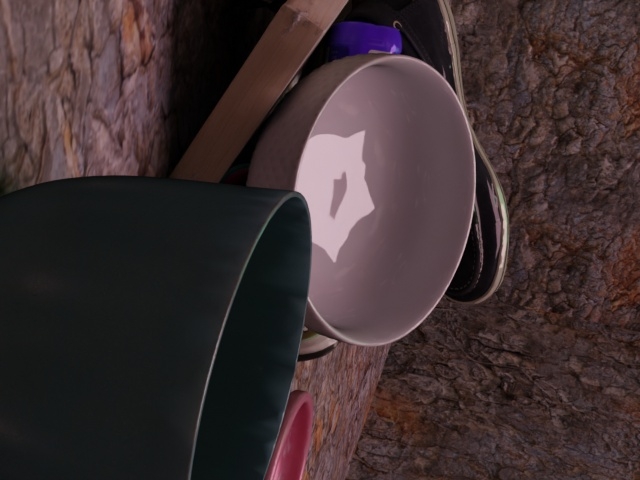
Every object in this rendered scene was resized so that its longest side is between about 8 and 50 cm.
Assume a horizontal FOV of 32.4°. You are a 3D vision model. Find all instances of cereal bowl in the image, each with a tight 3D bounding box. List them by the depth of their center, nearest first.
[{"bbox_3d":[0.032,-0.051,1.287,0.339,0.141,0.339,-13,108,-47],"label":"cereal bowl"}]

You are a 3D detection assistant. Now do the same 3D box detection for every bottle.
[{"bbox_3d":[0.041,-0.140,1.437,0.118,0.092,0.282,-155,-108,-75],"label":"bottle"}]

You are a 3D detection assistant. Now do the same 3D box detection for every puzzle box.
[{"bbox_3d":[-0.032,-0.238,1.319,0.272,0.052,0.409,-50,-173,34],"label":"puzzle box"}]

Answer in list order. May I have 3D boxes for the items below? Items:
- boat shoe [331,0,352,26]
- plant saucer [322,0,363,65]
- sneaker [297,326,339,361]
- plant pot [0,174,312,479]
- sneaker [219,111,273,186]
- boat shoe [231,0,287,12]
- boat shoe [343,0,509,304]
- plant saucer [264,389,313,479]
[{"bbox_3d":[0.012,-0.426,1.501,0.305,0.109,0.091,96,-1,-57],"label":"boat shoe"},{"bbox_3d":[0.052,-0.378,1.726,0.278,0.041,0.277,-168,-90,-82],"label":"plant saucer"},{"bbox_3d":[0.000,0.000,1.901,0.182,0.158,0.410,66,29,-44],"label":"sneaker"},{"bbox_3d":[-0.159,0.083,0.832,0.293,0.235,0.293,12,90,-80],"label":"plant pot"},{"bbox_3d":[-0.076,-0.071,1.408,0.178,0.124,0.295,112,-3,-67],"label":"sneaker"},{"bbox_3d":[-0.079,-0.310,1.300,0.079,0.084,0.233,-42,177,3],"label":"boat shoe"},{"bbox_3d":[0.142,-0.128,1.594,0.156,0.187,0.500,-32,113,-43],"label":"boat shoe"},{"bbox_3d":[-0.096,0.428,1.995,0.332,0.084,0.332,12,90,-79],"label":"plant saucer"}]
